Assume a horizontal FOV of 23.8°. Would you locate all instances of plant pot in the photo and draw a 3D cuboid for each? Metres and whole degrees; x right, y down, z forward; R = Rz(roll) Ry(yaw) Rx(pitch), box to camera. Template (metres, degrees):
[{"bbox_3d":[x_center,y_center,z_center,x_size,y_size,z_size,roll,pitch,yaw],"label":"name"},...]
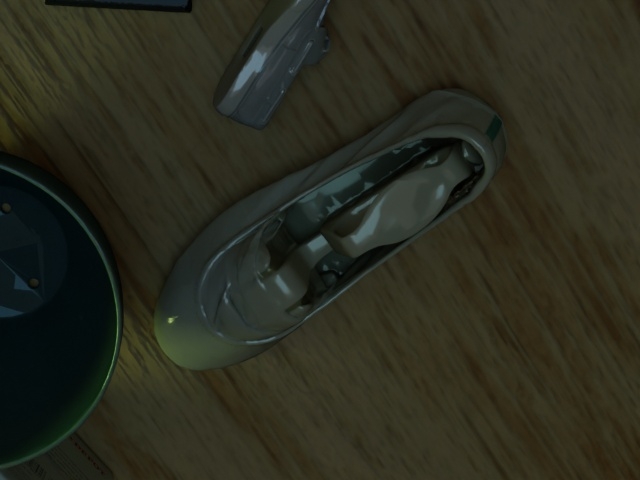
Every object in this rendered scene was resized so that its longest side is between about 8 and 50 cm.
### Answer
[{"bbox_3d":[-0.315,0.038,1.384,0.290,0.195,0.290,0,107,0],"label":"plant pot"}]

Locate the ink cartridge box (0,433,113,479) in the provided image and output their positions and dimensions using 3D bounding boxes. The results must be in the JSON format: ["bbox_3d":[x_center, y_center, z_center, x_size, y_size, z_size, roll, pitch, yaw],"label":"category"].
[{"bbox_3d":[-0.297,0.258,1.464,0.127,0.176,0.128,-37,103,13],"label":"ink cartridge box"}]

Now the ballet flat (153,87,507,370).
[{"bbox_3d":[0.000,0.000,1.406,0.400,0.139,0.139,-35,104,11],"label":"ballet flat"}]

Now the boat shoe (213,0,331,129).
[{"bbox_3d":[-0.026,-0.181,1.387,0.063,0.066,0.184,29,103,-23],"label":"boat shoe"}]

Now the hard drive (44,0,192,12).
[{"bbox_3d":[-0.183,-0.259,1.382,0.135,0.022,0.094,3,107,0],"label":"hard drive"}]
